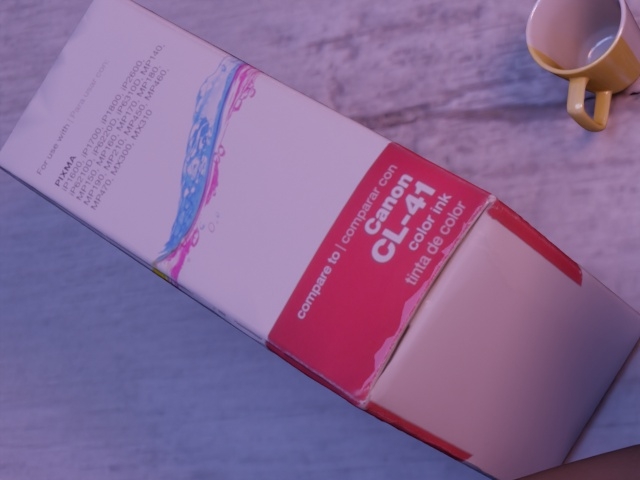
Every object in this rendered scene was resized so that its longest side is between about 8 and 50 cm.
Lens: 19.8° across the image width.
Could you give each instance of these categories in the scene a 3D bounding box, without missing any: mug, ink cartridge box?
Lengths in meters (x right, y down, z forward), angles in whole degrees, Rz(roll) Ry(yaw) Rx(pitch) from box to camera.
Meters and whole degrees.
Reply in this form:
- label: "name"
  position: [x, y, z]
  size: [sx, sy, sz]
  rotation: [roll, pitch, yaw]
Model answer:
- label: "mug"
  position: [0.158, -0.110, 1.081]
  size: [0.062, 0.064, 0.078]
  rotation: [35, 93, 36]
- label: "ink cartridge box"
  position: [0.000, 0.000, 1.040]
  size: [0.306, 0.226, 0.131]
  rotation: [33, 91, 35]

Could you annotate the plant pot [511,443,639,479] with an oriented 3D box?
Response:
- label: "plant pot"
  position: [0.105, 0.220, 0.901]
  size: [0.229, 0.263, 0.263]
  rotation: [-30, 58, 0]
